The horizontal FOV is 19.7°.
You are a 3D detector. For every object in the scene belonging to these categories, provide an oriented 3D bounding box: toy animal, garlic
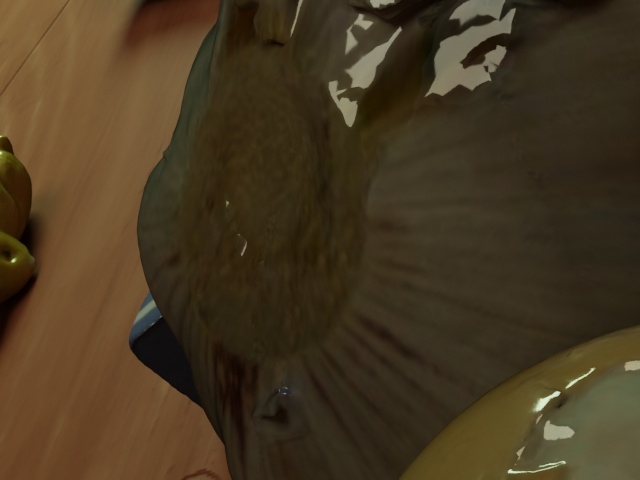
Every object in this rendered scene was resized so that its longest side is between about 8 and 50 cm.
[{"bbox_3d":[-0.235,0.010,1.298,0.070,0.083,0.159,-13,51,6],"label":"toy animal"},{"bbox_3d":[0.051,-0.007,0.782,0.322,0.241,0.322,-177,90,-78],"label":"garlic"}]

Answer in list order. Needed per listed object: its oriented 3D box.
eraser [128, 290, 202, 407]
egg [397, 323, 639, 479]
[{"bbox_3d":[0.000,0.000,0.988,0.225,0.082,0.036,-40,34,13],"label":"eraser"},{"bbox_3d":[0.107,0.134,0.597,0.244,0.201,0.201,-34,33,41],"label":"egg"}]
